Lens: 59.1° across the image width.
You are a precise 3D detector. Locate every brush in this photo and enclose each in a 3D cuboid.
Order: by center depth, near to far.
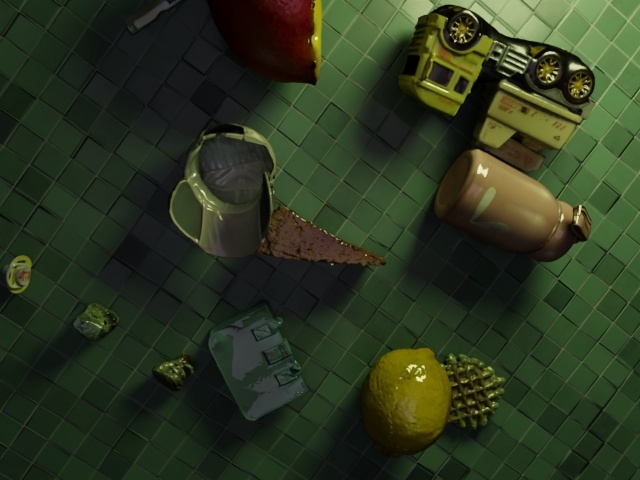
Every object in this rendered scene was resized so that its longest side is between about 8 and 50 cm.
[{"bbox_3d":[-0.333,-0.493,1.179,0.178,0.030,0.033,-36,109,-1],"label":"brush"}]

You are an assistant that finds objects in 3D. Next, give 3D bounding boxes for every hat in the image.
[{"bbox_3d":[-0.179,-0.101,1.170,0.231,0.161,0.275,-4,89,19],"label":"hat"}]

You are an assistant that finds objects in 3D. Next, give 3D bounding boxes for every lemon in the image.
[{"bbox_3d":[0.187,0.358,1.256,0.204,0.204,0.260,19,94,-8],"label":"lemon"}]

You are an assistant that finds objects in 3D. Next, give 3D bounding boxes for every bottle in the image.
[{"bbox_3d":[0.419,-0.066,1.222,0.296,0.206,0.173,27,71,-9],"label":"bottle"}]

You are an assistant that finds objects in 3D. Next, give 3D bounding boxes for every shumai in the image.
[{"bbox_3d":[-0.328,0.288,1.273,0.083,0.082,0.080,48,53,-22],"label":"shumai"}]

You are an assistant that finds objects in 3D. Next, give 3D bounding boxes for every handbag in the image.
[{"bbox_3d":[-0.139,0.271,1.285,0.179,0.062,0.229,-27,99,-5],"label":"handbag"}]

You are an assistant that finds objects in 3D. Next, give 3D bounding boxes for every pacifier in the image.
[{"bbox_3d":[-0.657,0.070,1.207,0.064,0.068,0.083,13,98,19],"label":"pacifier"}]

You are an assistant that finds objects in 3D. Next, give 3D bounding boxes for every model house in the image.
[{"bbox_3d":[-0.488,0.180,1.223,0.078,0.083,0.066,36,91,-8],"label":"model house"}]

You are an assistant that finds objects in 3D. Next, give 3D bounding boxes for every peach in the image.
[{"bbox_3d":[-0.073,-0.463,1.089,0.281,0.281,0.338,-35,95,0],"label":"peach"}]

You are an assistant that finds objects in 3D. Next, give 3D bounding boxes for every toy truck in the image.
[{"bbox_3d":[0.365,-0.318,1.200,0.404,0.181,0.254,21,102,-11],"label":"toy truck"}]

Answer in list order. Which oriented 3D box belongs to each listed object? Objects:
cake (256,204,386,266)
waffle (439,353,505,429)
[{"bbox_3d":[0.000,0.000,1.232,0.295,0.116,0.113,14,96,-7],"label":"cake"},{"bbox_3d":[0.348,0.363,1.355,0.183,0.036,0.169,24,93,-9],"label":"waffle"}]
